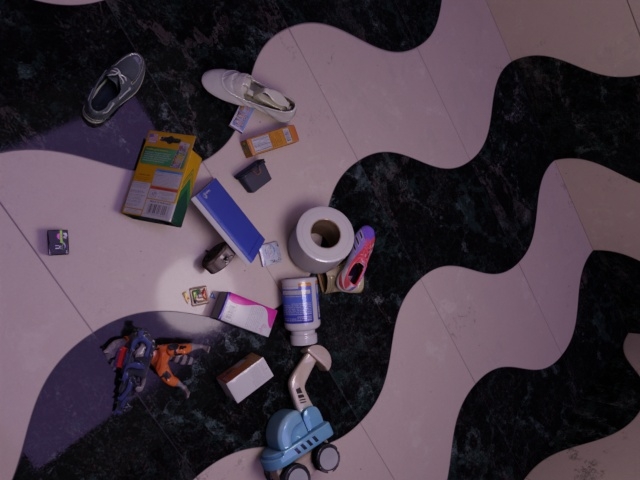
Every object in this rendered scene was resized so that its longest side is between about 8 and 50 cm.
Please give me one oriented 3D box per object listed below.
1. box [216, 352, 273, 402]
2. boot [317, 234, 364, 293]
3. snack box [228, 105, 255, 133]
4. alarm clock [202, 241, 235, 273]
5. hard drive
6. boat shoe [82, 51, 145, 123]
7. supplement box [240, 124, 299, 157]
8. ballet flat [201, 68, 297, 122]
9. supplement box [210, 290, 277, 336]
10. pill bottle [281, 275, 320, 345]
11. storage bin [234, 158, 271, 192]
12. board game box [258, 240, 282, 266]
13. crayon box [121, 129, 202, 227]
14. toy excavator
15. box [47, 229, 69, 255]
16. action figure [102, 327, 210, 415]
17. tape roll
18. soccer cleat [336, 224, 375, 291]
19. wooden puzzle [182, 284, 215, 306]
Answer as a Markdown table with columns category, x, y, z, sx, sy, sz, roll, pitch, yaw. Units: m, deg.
| category | x | y | z | sx | sy | sz | roll | pitch | yaw |
| --- | --- | --- | --- | --- | --- | --- | --- | --- | --- |
| box | -0.292 | 0.525 | 1.838 | 0.170 | 0.130 | 0.091 | -32 | 103 | -28 |
| boot | 0.089 | 0.106 | 2.111 | 0.203 | 0.095 | 0.262 | 1 | 88 | -28 |
| snack box | -0.313 | -0.533 | 1.969 | 0.064 | 0.022 | 0.178 | 30 | 72 | -24 |
| alarm clock | -0.376 | 0.062 | 1.789 | 0.129 | 0.192 | 0.064 | -51 | 120 | -23 |
| hard drive | -0.346 | -0.076 | 1.833 | 0.319 | 0.040 | 0.210 | 53 | 21 | -16 |
| boat shoe | -0.722 | -0.553 | 1.695 | 0.116 | 0.099 | 0.319 | 38 | 69 | -21 |
| supplement box | -0.210 | -0.414 | 1.988 | 0.233 | 0.078 | 0.080 | -22 | 100 | -28 |
| ballet flat | -0.269 | -0.598 | 1.913 | 0.400 | 0.139 | 0.139 | 19 | 77 | -24 |
| supplement box | -0.298 | 0.288 | 1.863 | 0.220 | 0.114 | 0.111 | 26 | 73 | -24 |
| pill bottle | -0.079 | 0.288 | 1.965 | 0.152 | 0.152 | 0.272 | -3 | 88 | -30 |
| storage bin | -0.264 | -0.259 | 1.941 | 0.135 | 0.098 | 0.091 | -43 | 117 | -25 |
| board game box | -0.211 | 0.056 | 1.983 | 0.090 | 0.020 | 0.090 | -14 | 93 | -30 |
| crayon box | -0.558 | -0.222 | 1.709 | 0.203 | 0.083 | 0.323 | 10 | 79 | 16 |
| toy excavator | -0.081 | 0.699 | 1.916 | 0.433 | 0.222 | 0.445 | -23 | 89 | -30 |
| box | -0.876 | 0.007 | 1.592 | 0.062 | 0.052 | 0.083 | -4 | 89 | -30 |
| action figure | -0.606 | 0.449 | 1.686 | 0.330 | 0.178 | 0.341 | 25 | 102 | -19 |
| tape roll | 0.000 | 0.000 | 1.981 | 0.246 | 0.169 | 0.246 | 6 | 68 | -14 |
| soccer cleat | 0.171 | 0.072 | 2.037 | 0.108 | 0.116 | 0.318 | 31 | 70 | -14 |
| wooden puzzle | -0.465 | 0.214 | 1.831 | 0.116 | 0.014 | 0.079 | -17 | 95 | -30 |
